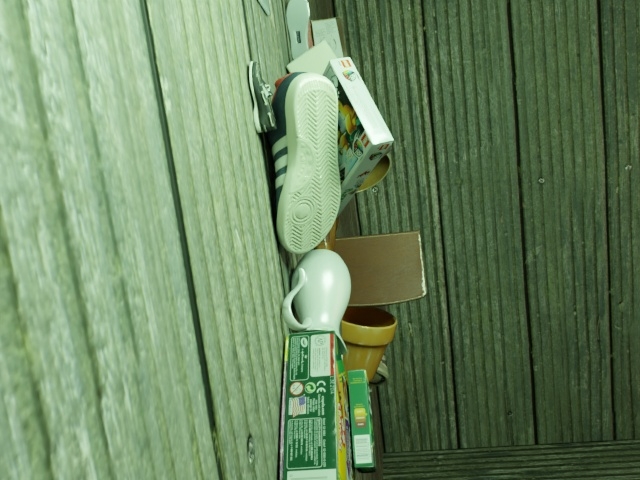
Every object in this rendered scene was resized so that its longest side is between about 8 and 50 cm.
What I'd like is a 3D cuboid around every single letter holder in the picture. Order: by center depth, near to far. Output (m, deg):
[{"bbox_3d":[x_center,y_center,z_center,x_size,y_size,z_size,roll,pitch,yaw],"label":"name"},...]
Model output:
[{"bbox_3d":[0.155,0.107,1.703,0.152,0.301,0.215,67,19,-67],"label":"letter holder"}]

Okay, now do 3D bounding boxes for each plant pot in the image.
[{"bbox_3d":[0.110,0.307,1.697,0.205,0.205,0.188,-60,158,-78],"label":"plant pot"},{"bbox_3d":[0.099,-0.337,2.040,0.237,0.237,0.255,71,2,-60],"label":"plant pot"}]

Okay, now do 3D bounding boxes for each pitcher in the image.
[{"bbox_3d":[-0.013,0.112,1.166,0.178,0.125,0.207,44,37,-43],"label":"pitcher"}]

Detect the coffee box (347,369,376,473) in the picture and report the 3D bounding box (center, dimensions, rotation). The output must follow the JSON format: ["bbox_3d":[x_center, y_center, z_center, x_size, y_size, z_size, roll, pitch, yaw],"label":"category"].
[{"bbox_3d":[0.083,0.361,1.148,0.113,0.040,0.184,74,11,-62],"label":"coffee box"}]

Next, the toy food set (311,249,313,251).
[{"bbox_3d":[-0.008,0.034,1.601,0.122,0.019,0.078,65,21,-69],"label":"toy food set"}]

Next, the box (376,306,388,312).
[{"bbox_3d":[0.133,0.247,1.887,0.119,0.180,0.182,64,22,-68],"label":"box"}]

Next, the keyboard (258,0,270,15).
[{"bbox_3d":[-0.132,-0.518,1.126,0.256,0.014,0.072,-16,105,-82],"label":"keyboard"}]

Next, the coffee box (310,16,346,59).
[{"bbox_3d":[0.010,-0.524,1.707,0.141,0.098,0.247,-144,-138,-63],"label":"coffee box"}]

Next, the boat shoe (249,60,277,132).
[{"bbox_3d":[-0.103,-0.257,1.027,0.046,0.038,0.125,-48,132,-80],"label":"boat shoe"}]

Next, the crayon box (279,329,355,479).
[{"bbox_3d":[0.006,0.405,1.076,0.313,0.106,0.363,75,12,-51],"label":"crayon box"}]

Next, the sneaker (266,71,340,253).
[{"bbox_3d":[-0.045,-0.153,1.125,0.148,0.131,0.350,35,-55,52],"label":"sneaker"}]

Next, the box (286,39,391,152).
[{"bbox_3d":[0.051,-0.336,1.479,0.311,0.121,0.148,58,6,6],"label":"box"}]

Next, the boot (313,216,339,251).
[{"bbox_3d":[0.000,0.000,1.428,0.264,0.096,0.281,107,-10,-65],"label":"boot"}]

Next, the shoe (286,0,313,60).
[{"bbox_3d":[-0.056,-0.575,1.569,0.081,0.063,0.178,-80,168,-69],"label":"shoe"}]

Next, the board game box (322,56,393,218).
[{"bbox_3d":[0.026,-0.188,1.160,0.193,0.053,0.305,65,-28,18],"label":"board game box"}]

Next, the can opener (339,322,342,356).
[{"bbox_3d":[0.014,0.244,1.391,0.283,0.075,0.095,-87,169,-57],"label":"can opener"}]

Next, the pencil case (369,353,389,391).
[{"bbox_3d":[0.149,0.313,2.040,0.184,0.159,0.411,67,19,-56],"label":"pencil case"}]
